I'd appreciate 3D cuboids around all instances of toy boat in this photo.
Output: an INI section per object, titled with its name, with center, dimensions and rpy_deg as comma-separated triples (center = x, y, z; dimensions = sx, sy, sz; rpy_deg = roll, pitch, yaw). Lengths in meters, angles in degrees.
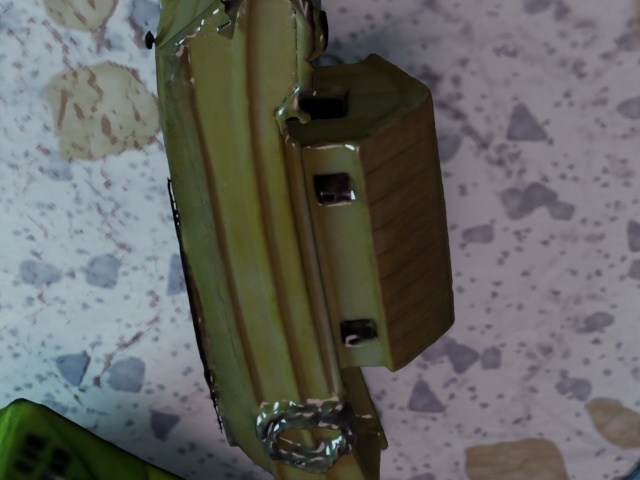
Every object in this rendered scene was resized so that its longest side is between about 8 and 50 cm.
[toy boat]
center = 0.000, 0.000, 0.915
dimensions = 0.162, 0.136, 0.445
rpy_deg = -2, 130, 6

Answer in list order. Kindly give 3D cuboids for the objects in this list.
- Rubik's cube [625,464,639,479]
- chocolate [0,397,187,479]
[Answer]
[Rubik's cube]
center = 0.320, 0.246, 1.084
dimensions = 0.228, 0.229, 0.233
rpy_deg = 41, 166, 14
[chocolate]
center = -0.160, 0.306, 1.011
dimensions = 0.289, 0.301, 0.137
rpy_deg = 31, 150, -28
